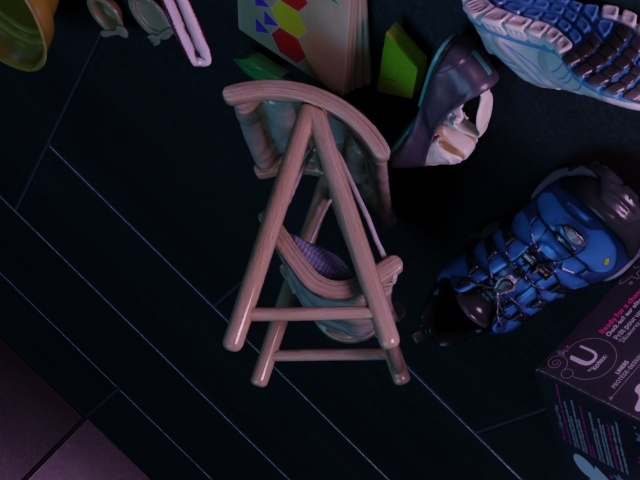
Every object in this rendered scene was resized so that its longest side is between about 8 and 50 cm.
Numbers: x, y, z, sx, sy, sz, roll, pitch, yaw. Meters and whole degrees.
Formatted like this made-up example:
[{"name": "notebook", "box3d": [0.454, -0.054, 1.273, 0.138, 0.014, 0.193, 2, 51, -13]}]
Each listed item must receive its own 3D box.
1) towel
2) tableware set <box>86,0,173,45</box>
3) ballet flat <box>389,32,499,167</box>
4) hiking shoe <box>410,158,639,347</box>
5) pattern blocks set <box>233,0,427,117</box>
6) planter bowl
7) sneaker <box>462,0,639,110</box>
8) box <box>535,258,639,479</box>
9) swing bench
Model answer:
[{"name": "towel", "box3d": [-0.179, -0.316, 1.232, 0.329, 0.037, 0.237, -115, 1, -50]}, {"name": "tableware set", "box3d": [-0.235, -0.282, 1.578, 0.141, 0.020, 0.168, 10, 139, 49]}, {"name": "ballet flat", "box3d": [0.113, -0.107, 1.286, 0.074, 0.074, 0.203, 40, 152, 8]}, {"name": "hiking shoe", "box3d": [0.192, 0.030, 1.302, 0.113, 0.132, 0.304, 44, 155, -1]}, {"name": "pattern blocks set", "box3d": [-0.018, -0.228, 1.336, 0.285, 0.026, 0.325, 39, 154, 10]}, {"name": "planter bowl", "box3d": [-0.364, -0.307, 1.645, 0.217, 0.090, 0.217, 34, 154, 20]}, {"name": "sneaker", "box3d": [0.197, -0.145, 1.119, 0.191, 0.071, 0.083, 36, 161, 34]}, {"name": "box", "box3d": [0.316, 0.168, 1.301, 0.142, 0.163, 0.247, 26, 149, 40]}, {"name": "swing bench", "box3d": [0.000, 0.000, 1.386, 0.165, 0.254, 0.253, -1, 167, 5]}]
